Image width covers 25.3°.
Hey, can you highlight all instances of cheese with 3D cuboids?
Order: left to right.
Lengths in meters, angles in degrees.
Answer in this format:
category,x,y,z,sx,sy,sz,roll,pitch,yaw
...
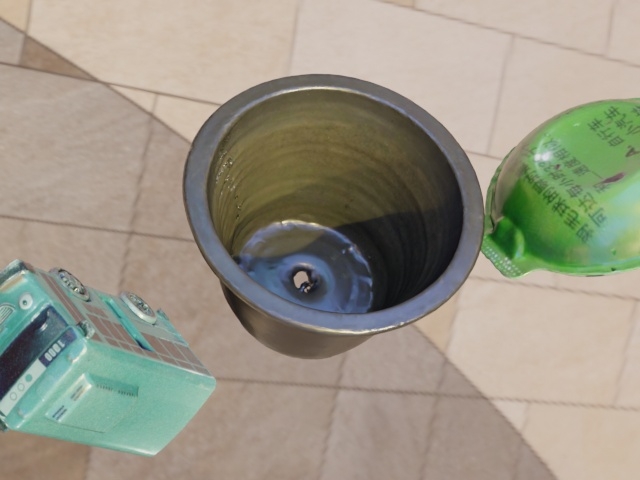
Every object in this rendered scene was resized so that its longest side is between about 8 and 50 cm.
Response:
category,x,y,z,sx,sy,sz,roll,pitch,yaw
cheese,0.265,-0.066,1.119,0.320,0.204,0.083,-29,130,-8

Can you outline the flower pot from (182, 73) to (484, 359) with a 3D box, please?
category,x,y,z,sx,sy,sz,roll,pitch,yaw
flower pot,0.000,0.000,1.135,0.235,0.148,0.235,6,59,-9

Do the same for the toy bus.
category,x,y,z,sx,sy,sz,roll,pitch,yaw
toy bus,-0.226,0.121,1.383,0.128,0.147,0.256,-48,152,8
